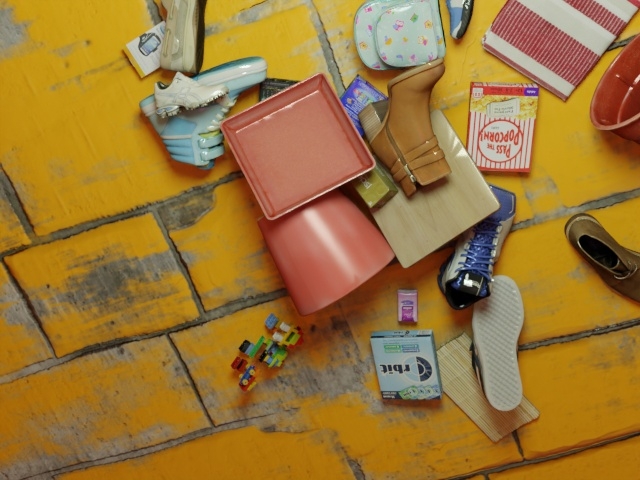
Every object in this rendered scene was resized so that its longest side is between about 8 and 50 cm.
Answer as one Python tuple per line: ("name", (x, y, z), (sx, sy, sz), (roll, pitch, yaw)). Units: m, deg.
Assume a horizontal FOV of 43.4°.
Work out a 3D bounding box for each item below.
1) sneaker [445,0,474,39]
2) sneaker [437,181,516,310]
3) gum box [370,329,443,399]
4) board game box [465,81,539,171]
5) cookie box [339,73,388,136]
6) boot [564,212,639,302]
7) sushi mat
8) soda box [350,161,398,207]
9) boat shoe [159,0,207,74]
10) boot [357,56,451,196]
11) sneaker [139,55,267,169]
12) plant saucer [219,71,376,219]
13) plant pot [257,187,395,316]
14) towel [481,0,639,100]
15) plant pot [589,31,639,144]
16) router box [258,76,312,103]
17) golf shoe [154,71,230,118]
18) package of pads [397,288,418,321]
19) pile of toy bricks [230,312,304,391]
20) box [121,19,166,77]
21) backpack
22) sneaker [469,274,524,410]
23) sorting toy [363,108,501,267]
("sneaker", (0.281, -0.528, 1.675), (0.081, 0.080, 0.211), (4, 104, 12))
("sneaker", (0.364, 0.036, 1.839), (0.127, 0.182, 0.316), (17, 114, -2))
("gum box", (0.220, 0.316, 2.038), (0.156, 0.041, 0.185), (-5, 112, 20))
("board game box", (0.400, -0.252, 1.787), (0.146, 0.045, 0.194), (2, 113, 6))
("cookie box", (0.086, -0.301, 1.807), (0.091, 0.040, 0.107), (36, 112, -9))
("boot", (0.690, 0.067, 1.851), (0.305, 0.115, 0.112), (37, 110, -10))
("sushi mat", (0.407, 0.379, 2.069), (0.151, 0.019, 0.316), (-39, 103, 21))
("soda box", (0.091, -0.159, 1.791), (0.061, 0.058, 0.181), (-43, 73, 22))
("boat shoe", (-0.298, -0.512, 1.721), (0.098, 0.109, 0.303), (8, 109, 5))
("boot", (0.205, -0.229, 1.666), (0.283, 0.109, 0.220), (-36, 82, 47))
("sneaker", (-0.231, -0.279, 1.813), (0.318, 0.127, 0.208), (-16, 108, 23))
("plant saucer", (-0.049, -0.200, 1.740), (0.259, 0.048, 0.259), (-27, 73, -2))
("plant pot", (0.000, 0.000, 1.838), (0.275, 0.275, 0.243), (-32, 94, 18))
("towel", (0.523, -0.489, 1.680), (0.237, 0.037, 0.329), (30, 115, -9))
("plant pot", (0.745, -0.272, 1.634), (0.265, 0.272, 0.272), (30, 113, -15))
("router box", (-0.079, -0.317, 1.822), (0.122, 0.038, 0.092), (7, 113, 4))
("golf shoe", (-0.280, -0.318, 1.706), (0.176, 0.069, 0.086), (-10, 103, 20))
("package of pads", (0.216, 0.159, 1.991), (0.050, 0.032, 0.083), (1, 113, 9))
("pile of toy bricks", (-0.127, 0.290, 2.063), (0.105, 0.118, 0.212), (31, 98, -37))
("box", (-0.369, -0.436, 1.814), (0.136, 0.028, 0.081), (-27, 107, 14))
("backpack", (0.161, -0.439, 1.687), (0.188, 0.144, 0.166), (-7, 117, 13))
("sneaker", (0.425, 0.245, 1.963), (0.126, 0.127, 0.321), (0, 88, 1))
("sorting toy", (0.240, -0.112, 1.799), (0.255, 0.089, 0.257), (-35, 75, 23))
